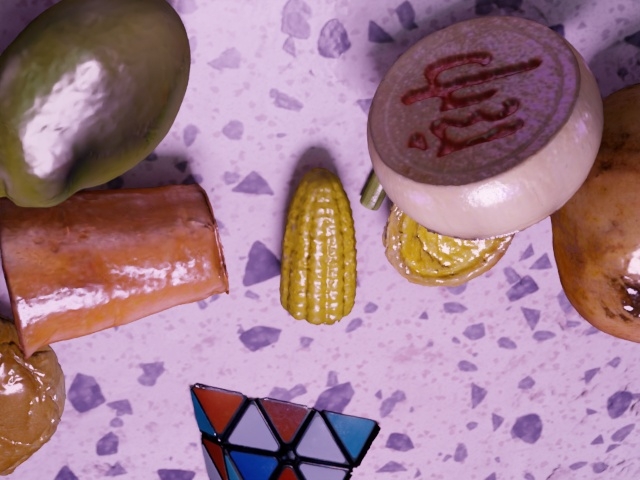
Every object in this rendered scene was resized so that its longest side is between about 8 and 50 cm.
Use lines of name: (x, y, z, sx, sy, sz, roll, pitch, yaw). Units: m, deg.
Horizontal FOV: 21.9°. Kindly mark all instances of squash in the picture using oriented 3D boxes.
squash: (0.076, -0.077, 2.039, 0.027, 0.027, 0.083, 11, 123, -20)

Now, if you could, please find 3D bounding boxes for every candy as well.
candy: (0.000, 0.000, 2.034, 0.094, 0.106, 0.198, -15, 126, -26)

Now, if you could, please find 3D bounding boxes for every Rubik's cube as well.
Rubik's cube: (-0.075, 0.374, 2.209, 0.284, 0.234, 0.250, 18, 120, -25)

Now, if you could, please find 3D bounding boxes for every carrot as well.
carrot: (-0.241, 0.020, 1.938, 0.254, 0.196, 0.196, -10, 128, -9)

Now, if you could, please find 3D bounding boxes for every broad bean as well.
broad bean: (-0.263, -0.154, 1.816, 0.291, 0.119, 0.238, -49, 142, 11)

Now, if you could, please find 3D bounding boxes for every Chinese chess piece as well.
Chinese chess piece: (0.186, -0.129, 1.874, 0.270, 0.270, 0.112, -26, 138, 6)

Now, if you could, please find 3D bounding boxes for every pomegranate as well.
pomegranate: (0.411, -0.035, 1.980, 0.322, 0.322, 0.322, -6, 127, -9)

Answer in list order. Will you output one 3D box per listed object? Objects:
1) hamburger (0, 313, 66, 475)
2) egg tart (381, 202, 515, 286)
hamburger: (-0.436, 0.167, 2.036, 0.309, 0.132, 0.211, 31, 116, -29)
egg tart: (0.162, -0.031, 2.064, 0.191, 0.074, 0.191, -6, 126, -9)
